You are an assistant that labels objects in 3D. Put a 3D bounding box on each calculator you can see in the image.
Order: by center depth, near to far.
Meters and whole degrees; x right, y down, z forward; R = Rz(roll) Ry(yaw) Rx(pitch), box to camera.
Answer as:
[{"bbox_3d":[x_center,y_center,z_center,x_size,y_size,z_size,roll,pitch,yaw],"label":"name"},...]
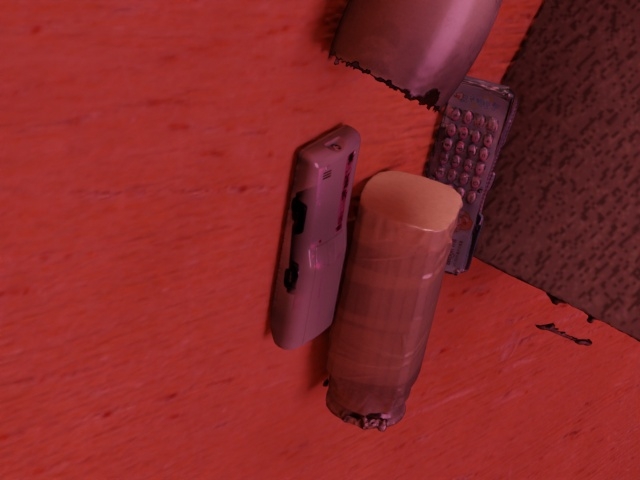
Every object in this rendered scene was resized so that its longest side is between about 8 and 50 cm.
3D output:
[{"bbox_3d":[0.111,-0.049,1.299,0.018,0.057,0.172,-65,171,-60],"label":"calculator"}]

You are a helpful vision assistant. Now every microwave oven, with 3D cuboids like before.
[{"bbox_3d":[0.376,-0.038,1.362,0.374,0.432,0.236,-63,155,2],"label":"microwave oven"}]

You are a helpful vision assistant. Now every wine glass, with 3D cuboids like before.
[{"bbox_3d":[0.152,-0.224,1.130,0.264,0.096,0.309,18,100,-59],"label":"wine glass"}]

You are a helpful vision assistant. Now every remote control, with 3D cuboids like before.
[{"bbox_3d":[0.000,0.000,1.169,0.065,0.029,0.166,-32,142,-45],"label":"remote control"}]

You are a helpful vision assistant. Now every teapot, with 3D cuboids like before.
[{"bbox_3d":[0.055,0.043,1.272,0.107,0.077,0.200,-59,164,-57],"label":"teapot"}]
